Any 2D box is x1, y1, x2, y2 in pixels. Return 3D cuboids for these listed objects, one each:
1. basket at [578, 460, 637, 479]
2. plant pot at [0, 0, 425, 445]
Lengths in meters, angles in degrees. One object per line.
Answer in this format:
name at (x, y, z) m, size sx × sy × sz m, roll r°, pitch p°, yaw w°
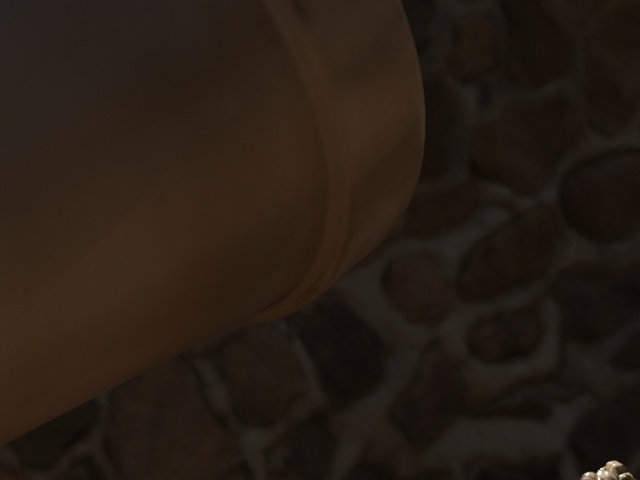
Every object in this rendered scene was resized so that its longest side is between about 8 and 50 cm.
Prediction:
basket at (0.186, 0.354, 1.241) m, size 0.223 × 0.299 × 0.213 m, roll -23°, pitch -27°, yaw -21°
plant pot at (-0.155, -0.040, 0.826) m, size 0.323 × 0.323 × 0.280 m, roll -17°, pitch 21°, yaw 50°
